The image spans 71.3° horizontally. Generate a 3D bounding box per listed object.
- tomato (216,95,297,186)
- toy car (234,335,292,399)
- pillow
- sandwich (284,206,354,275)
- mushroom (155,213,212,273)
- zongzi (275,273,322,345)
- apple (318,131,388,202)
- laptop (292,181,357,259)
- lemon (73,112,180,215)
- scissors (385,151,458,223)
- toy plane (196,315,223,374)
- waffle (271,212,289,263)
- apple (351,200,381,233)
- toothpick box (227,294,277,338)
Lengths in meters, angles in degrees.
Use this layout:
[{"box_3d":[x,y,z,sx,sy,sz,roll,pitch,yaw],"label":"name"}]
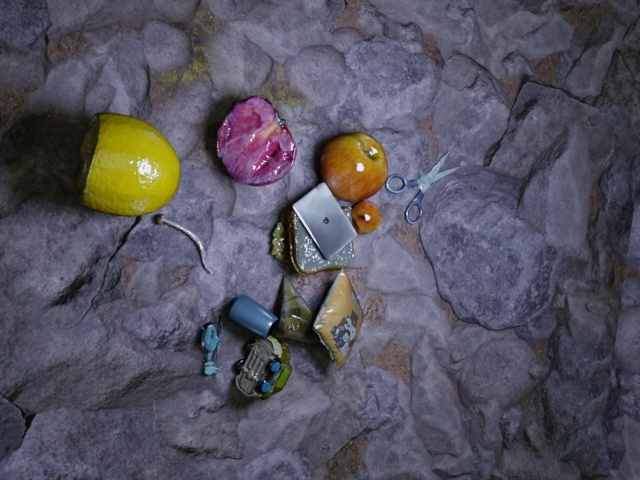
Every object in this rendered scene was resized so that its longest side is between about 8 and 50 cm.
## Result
[{"box_3d":[-0.251,-0.382,1.751,0.289,0.176,0.335,-33,99,6],"label":"tomato"},{"box_3d":[-0.208,0.523,1.823,0.198,0.204,0.248,30,84,-42],"label":"toy car"},{"box_3d":[0.084,0.329,1.847,0.310,0.119,0.312,63,40,-34],"label":"pillow"},{"box_3d":[0.000,0.000,1.848,0.301,0.099,0.271,-7,89,-32],"label":"sandwich"},{"box_3d":[-0.515,0.003,1.746,0.068,0.043,0.306,-43,107,6],"label":"mushroom"},{"box_3d":[-0.069,0.297,1.891,0.250,0.125,0.274,25,51,-35],"label":"zongzi"},{"box_3d":[0.142,-0.304,1.836,0.301,0.301,0.302,-1,93,-19],"label":"apple"},{"box_3d":[0.020,-0.079,1.801,0.187,0.015,0.269,-40,105,-28],"label":"laptop"},{"box_3d":[-0.647,-0.248,1.538,0.364,0.364,0.364,-1,93,-19],"label":"lemon"},{"box_3d":[0.497,-0.271,2.089,0.383,0.029,0.256,-36,104,-15],"label":"scissors"},{"box_3d":[-0.442,0.418,1.785,0.096,0.060,0.235,7,86,-33],"label":"toy plane"},{"box_3d":[-0.104,0.001,1.878,0.214,0.054,0.208,19,84,-26],"label":"waffle"},{"box_3d":[0.191,-0.099,1.929,0.146,0.146,0.147,-1,93,-19],"label":"apple"},{"box_3d":[-0.265,0.306,1.771,0.184,0.120,0.120,28,83,10],"label":"toothpick box"}]
